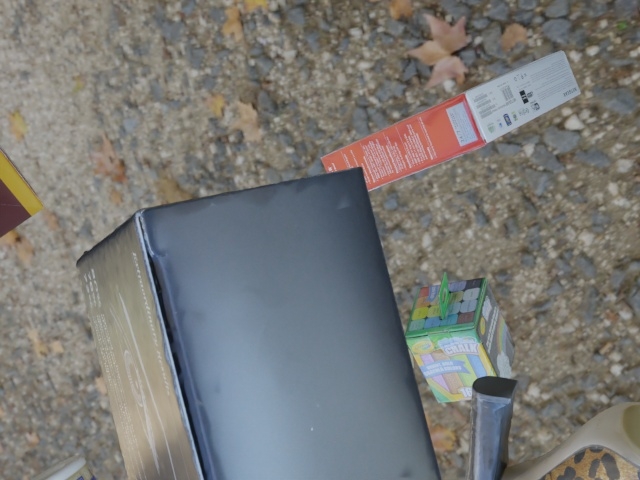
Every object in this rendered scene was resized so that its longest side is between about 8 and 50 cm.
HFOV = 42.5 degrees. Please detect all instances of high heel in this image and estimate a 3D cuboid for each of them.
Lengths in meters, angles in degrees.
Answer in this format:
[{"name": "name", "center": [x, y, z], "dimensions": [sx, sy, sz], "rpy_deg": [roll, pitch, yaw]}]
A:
[{"name": "high heel", "center": [0.244, 0.231, 0.698], "dimensions": [0.261, 0.093, 0.186], "rpy_deg": [13, 116, 32]}]

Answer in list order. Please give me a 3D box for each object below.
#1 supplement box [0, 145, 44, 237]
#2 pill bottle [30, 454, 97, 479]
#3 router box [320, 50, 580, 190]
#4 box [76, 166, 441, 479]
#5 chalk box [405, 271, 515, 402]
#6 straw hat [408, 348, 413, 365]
[{"name": "supplement box", "center": [-0.466, -0.072, 0.951], "dimensions": [0.129, 0.194, 0.191], "rpy_deg": [45, 165, 28]}, {"name": "pill bottle", "center": [-0.308, 0.381, 1.046], "dimensions": [0.112, 0.112, 0.187], "rpy_deg": [-28, 93, 48]}, {"name": "router box", "center": [0.217, -0.190, 1.354], "dimensions": [0.301, 0.335, 0.082], "rpy_deg": [-19, 97, 45]}, {"name": "box", "center": [-0.048, 0.060, 0.432], "dimensions": [0.207, 0.108, 0.153], "rpy_deg": [-14, 89, 65]}, {"name": "chalk box", "center": [0.232, 0.155, 1.410], "dimensions": [0.132, 0.132, 0.213], "rpy_deg": [-12, 121, 30]}, {"name": "straw hat", "center": [0.009, 0.133, 0.667], "dimensions": [0.144, 0.144, 0.061], "rpy_deg": [127, 149, -44]}]
